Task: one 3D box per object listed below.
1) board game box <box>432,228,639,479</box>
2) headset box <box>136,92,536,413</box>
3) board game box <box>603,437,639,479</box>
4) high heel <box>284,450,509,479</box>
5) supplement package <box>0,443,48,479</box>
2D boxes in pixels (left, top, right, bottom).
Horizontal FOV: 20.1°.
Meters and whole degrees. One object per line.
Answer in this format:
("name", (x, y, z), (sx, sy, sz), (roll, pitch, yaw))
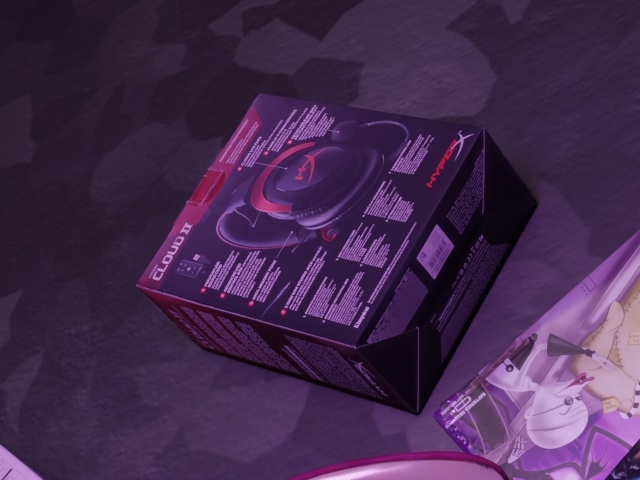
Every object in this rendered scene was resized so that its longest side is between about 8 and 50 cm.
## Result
("board game box", (0.271, 0.083, 1.268), (0.347, 0.056, 0.208), (-42, 61, -1))
("headset box", (0.000, 0.000, 1.532), (0.293, 0.110, 0.218), (12, 63, 42))
("board game box", (0.172, 0.207, 1.151), (0.186, 0.026, 0.126), (-51, 5, 7))
("high heel", (-0.029, 0.231, 1.337), (0.377, 0.127, 0.181), (-22, 4, 13))
("supplement package", (-0.244, 0.254, 1.503), (0.105, 0.105, 0.179), (-51, 42, -11))
